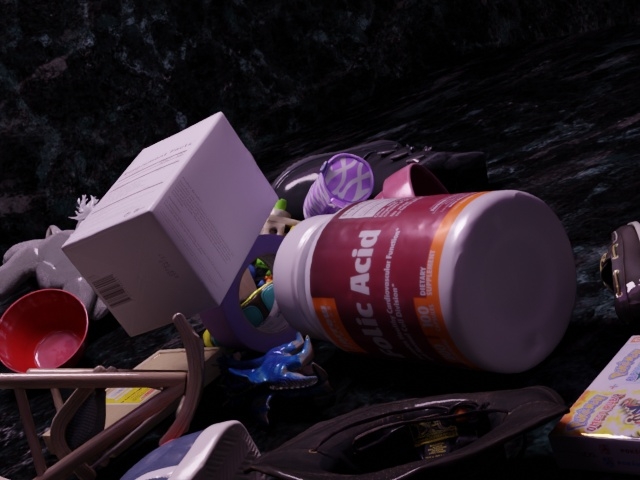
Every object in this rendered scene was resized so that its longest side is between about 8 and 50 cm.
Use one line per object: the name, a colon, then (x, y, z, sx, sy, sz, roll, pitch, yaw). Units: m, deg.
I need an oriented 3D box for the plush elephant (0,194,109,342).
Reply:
plush elephant: (-0.530, 0.084, 2.149, 0.272, 0.255, 0.330, 24, 71, 14)

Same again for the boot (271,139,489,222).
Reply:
boot: (0.109, -0.107, 2.130, 0.367, 0.146, 0.445, -27, 20, -14)

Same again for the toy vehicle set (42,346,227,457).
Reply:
toy vehicle set: (-0.285, 0.250, 1.559, 0.166, 0.035, 0.267, -8, 20, 42)

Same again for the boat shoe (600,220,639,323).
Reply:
boat shoe: (0.395, 0.037, 1.274, 0.068, 0.081, 0.228, -14, 18, 11)

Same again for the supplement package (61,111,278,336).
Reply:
supplement package: (-0.215, -0.029, 1.490, 0.175, 0.177, 0.293, -21, 25, 29)

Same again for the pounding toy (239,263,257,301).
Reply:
pounding toy: (-0.186, 0.032, 1.915, 0.094, 0.181, 0.206, -23, 14, -6)

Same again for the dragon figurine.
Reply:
dragon figurine: (-0.068, 0.194, 1.348, 0.144, 0.085, 0.289, -26, 11, -10)

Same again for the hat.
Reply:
hat: (0.089, 0.229, 0.912, 0.331, 0.134, 0.331, -10, -1, 0)

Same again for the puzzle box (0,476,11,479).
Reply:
puzzle box: (-0.487, 0.403, 1.260, 0.272, 0.052, 0.409, -32, 17, -37)

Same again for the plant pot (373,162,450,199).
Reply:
plant pot: (0.127, 0.003, 1.600, 0.180, 0.201, 0.201, -32, 10, 23)

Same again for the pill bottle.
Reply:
pill bottle: (0.121, 0.052, 1.328, 0.224, 0.224, 0.392, -31, 17, -33)

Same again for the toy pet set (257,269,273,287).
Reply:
toy pet set: (-0.047, 0.048, 1.932, 0.122, 0.065, 0.114, -53, -4, 29)

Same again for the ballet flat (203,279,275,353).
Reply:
ballet flat: (-0.103, 0.123, 1.702, 0.231, 0.077, 0.077, -29, 3, -23)

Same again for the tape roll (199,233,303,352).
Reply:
tape roll: (-0.100, 0.084, 1.592, 0.189, 0.189, 0.080, -31, 18, -34)

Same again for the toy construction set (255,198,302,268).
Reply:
toy construction set: (0.000, 0.000, 1.780, 0.328, 0.151, 0.215, -1, -1, -23)

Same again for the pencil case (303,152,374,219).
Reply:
pencil case: (0.026, -0.069, 1.551, 0.086, 0.088, 0.206, 18, -14, -4)

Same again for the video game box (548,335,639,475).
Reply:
video game box: (0.354, 0.157, 0.972, 0.187, 0.048, 0.205, -10, 18, 46)

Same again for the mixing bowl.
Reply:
mixing bowl: (-0.519, 0.195, 1.900, 0.181, 0.098, 0.181, -4, 56, 6)

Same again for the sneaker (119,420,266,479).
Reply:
sneaker: (-0.189, 0.317, 1.032, 0.148, 0.131, 0.350, -22, 7, 28)

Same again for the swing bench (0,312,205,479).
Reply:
swing bench: (-0.263, 0.210, 1.294, 0.255, 0.165, 0.253, -17, -5, -7)
